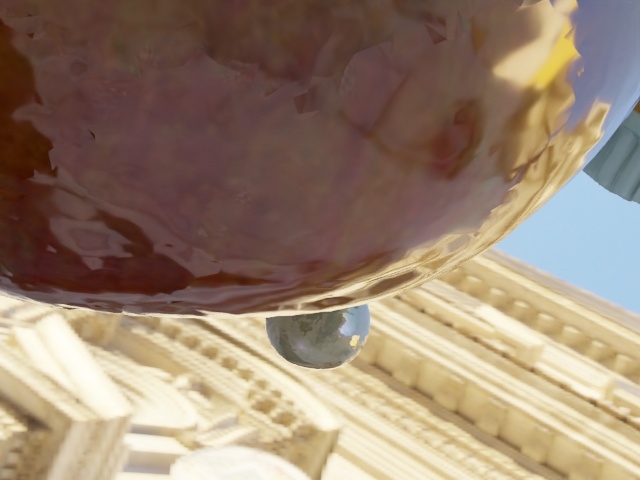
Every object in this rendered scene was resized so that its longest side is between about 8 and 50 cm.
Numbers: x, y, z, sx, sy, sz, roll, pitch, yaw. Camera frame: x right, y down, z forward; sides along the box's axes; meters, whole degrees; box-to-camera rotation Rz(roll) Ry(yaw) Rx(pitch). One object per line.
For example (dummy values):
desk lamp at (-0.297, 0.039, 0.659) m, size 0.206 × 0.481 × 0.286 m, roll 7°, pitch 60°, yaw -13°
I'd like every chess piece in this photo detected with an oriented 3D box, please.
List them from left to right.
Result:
chess piece at (0.000, 0.000, 0.944) m, size 0.094 × 0.094 × 0.170 m, roll 1°, pitch -102°, yaw 35°

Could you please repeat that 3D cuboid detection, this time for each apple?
apple at (-0.027, -0.129, 0.425) m, size 0.301 × 0.301 × 0.301 m, roll -8°, pitch -104°, yaw 33°

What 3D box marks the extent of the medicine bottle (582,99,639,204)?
medicine bottle at (0.272, -0.173, 0.906) m, size 0.158 × 0.158 × 0.318 m, roll 52°, pitch -42°, yaw 31°
